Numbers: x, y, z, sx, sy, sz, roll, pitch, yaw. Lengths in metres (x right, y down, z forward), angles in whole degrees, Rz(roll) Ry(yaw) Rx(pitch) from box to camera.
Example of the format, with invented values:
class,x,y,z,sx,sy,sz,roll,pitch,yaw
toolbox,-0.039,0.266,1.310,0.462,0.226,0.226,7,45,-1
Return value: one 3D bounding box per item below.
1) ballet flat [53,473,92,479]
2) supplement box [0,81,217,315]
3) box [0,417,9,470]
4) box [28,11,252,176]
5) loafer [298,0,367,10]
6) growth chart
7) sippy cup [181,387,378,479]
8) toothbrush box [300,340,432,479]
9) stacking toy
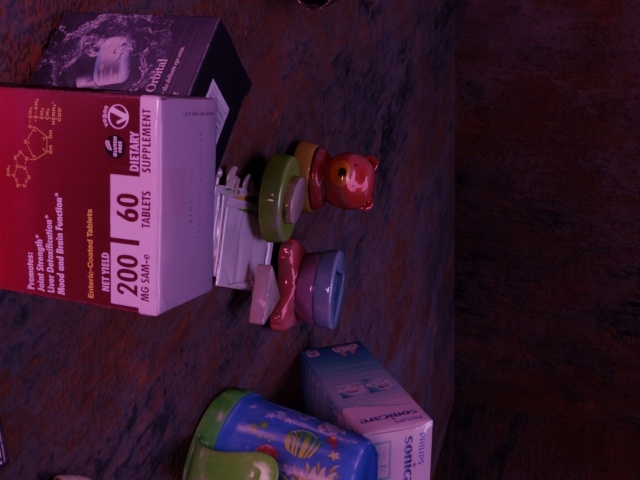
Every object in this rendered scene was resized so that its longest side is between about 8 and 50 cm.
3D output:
class,x,y,z,sx,sy,sz,roll,pitch,yaw
ballet flat,-0.260,0.304,0.733,0.052,0.057,0.168,36,55,-37
supplement box,-0.190,-0.037,0.507,0.073,0.239,0.130,-24,119,-67
box,-0.305,0.130,0.536,0.184,0.045,0.190,-45,139,-58
box,-0.165,-0.109,0.678,0.093,0.158,0.156,65,36,-58
loafer,-0.014,-0.389,1.104,0.366,0.134,0.130,-3,104,-61
growth chart,-0.109,-0.005,1.093,0.237,0.021,0.172,33,65,-69
sippy cup,-0.044,0.339,1.089,0.305,0.224,0.240,-37,130,-64
toothbrush box,0.069,0.336,1.331,0.295,0.126,0.216,-138,-136,-61
stacking toy,0.000,0.000,1.197,0.279,0.130,0.309,-15,111,-78
